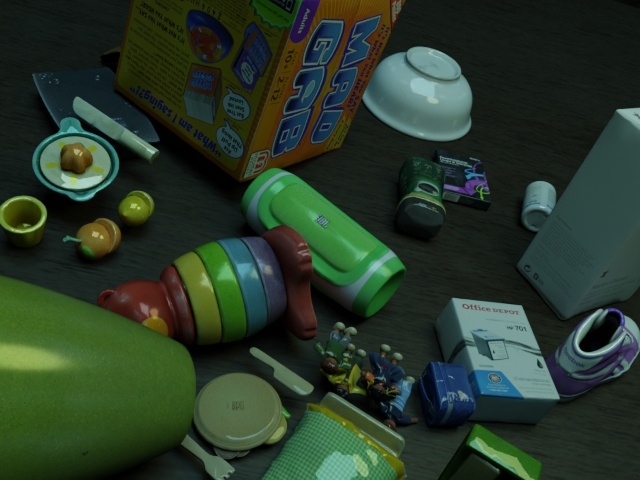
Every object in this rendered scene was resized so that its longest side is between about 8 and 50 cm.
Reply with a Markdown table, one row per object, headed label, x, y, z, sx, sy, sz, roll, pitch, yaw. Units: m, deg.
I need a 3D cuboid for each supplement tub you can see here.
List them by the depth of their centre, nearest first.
| label | x | y | z | sx | sy | sz | roll | pitch | yaw |
| --- | --- | --- | --- | --- | --- | --- | --- | --- | --- |
| supplement tub | 0.478 | -0.074 | 1.469 | 0.071 | 0.071 | 0.107 | 24 | 41 | 4 |

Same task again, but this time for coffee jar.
| label | x | y | z | sx | sy | sz | roll | pitch | yaw |
| --- | --- | --- | --- | --- | --- | --- | --- | --- | --- |
| coffee jar | 0.204 | -0.087 | 1.368 | 0.096 | 0.079 | 0.184 | 20 | 40 | -6 |

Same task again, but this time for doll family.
| label | x | y | z | sx | sy | sz | roll | pitch | yaw |
| --- | --- | --- | --- | --- | --- | --- | --- | --- | --- |
| doll family | 0.069 | 0.212 | 1.003 | 0.193 | 0.076 | 0.111 | 25 | 37 | 1 |

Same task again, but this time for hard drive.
| label | x | y | z | sx | sy | sz | roll | pitch | yaw |
| --- | --- | --- | --- | --- | --- | --- | --- | --- | --- |
| hard drive | -0.437 | -0.242 | 1.301 | 0.172 | 0.054 | 0.254 | -16 | 53 | -34 |

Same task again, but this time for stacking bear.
| label | x | y | z | sx | sy | sz | roll | pitch | yaw |
| --- | --- | --- | --- | --- | --- | --- | --- | --- | --- |
| stacking bear | -0.171 | 0.087 | 0.985 | 0.289 | 0.175 | 0.164 | -16 | 30 | -22 |

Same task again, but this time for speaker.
| label | x | y | z | sx | sy | sz | roll | pitch | yaw |
| --- | --- | --- | --- | --- | --- | --- | --- | --- | --- |
| speaker | 0.000 | 0.000 | 1.162 | 0.296 | 0.131 | 0.131 | 39 | 45 | 20 |

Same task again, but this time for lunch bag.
| label | x | y | z | sx | sy | sz | roll | pitch | yaw |
| --- | --- | --- | --- | --- | --- | --- | --- | --- | --- |
| lunch bag | 0.187 | 0.231 | 1.030 | 0.065 | 0.067 | 0.098 | 7 | 42 | -15 |

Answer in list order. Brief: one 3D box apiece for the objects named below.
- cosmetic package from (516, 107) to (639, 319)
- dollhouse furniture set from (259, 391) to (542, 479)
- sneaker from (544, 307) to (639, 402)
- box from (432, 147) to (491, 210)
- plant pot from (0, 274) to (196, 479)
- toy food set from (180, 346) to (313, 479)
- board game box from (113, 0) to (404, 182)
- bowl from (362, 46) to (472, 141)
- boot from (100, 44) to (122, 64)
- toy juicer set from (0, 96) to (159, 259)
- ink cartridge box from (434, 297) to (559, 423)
| label | x | y | z | sx | sy | sz | roll | pitch | yaw |
| --- | --- | --- | --- | --- | --- | --- | --- | --- | --- |
| cosmetic package | 0.559 | -0.051 | 1.238 | 0.217 | 0.385 | 0.156 | -11 | 50 | -30 |
| dollhouse furniture set | 0.089 | 0.307 | 0.847 | 0.301 | 0.151 | 0.197 | 30 | 42 | 11 |
| sneaker | 0.498 | 0.169 | 1.152 | 0.282 | 0.161 | 0.102 | -23 | 55 | -39 |
| box | 0.315 | -0.139 | 1.506 | 0.116 | 0.029 | 0.162 | 12 | 41 | -9 |
| plant pot | -0.305 | 0.176 | 0.778 | 0.293 | 0.275 | 0.275 | 10 | 40 | -35 |
| toy food set | -0.112 | 0.242 | 0.932 | 0.132 | 0.038 | 0.192 | 32 | 47 | 23 |
| board game box | -0.123 | -0.389 | 1.318 | 0.356 | 0.356 | 0.356 | 37 | 34 | 18 |
| bowl | 0.258 | -0.387 | 1.671 | 0.298 | 0.134 | 0.298 | 11 | 41 | -10 |
| boot | -0.370 | -0.461 | 1.538 | 0.280 | 0.096 | 0.264 | -37 | 41 | -23 |
| toy juicer set | -0.369 | -0.115 | 1.120 | 0.209 | 0.089 | 0.329 | 17 | 54 | -7 |
| ink cartridge box | 0.282 | 0.195 | 1.098 | 0.140 | 0.082 | 0.190 | 7 | 45 | -15 |
